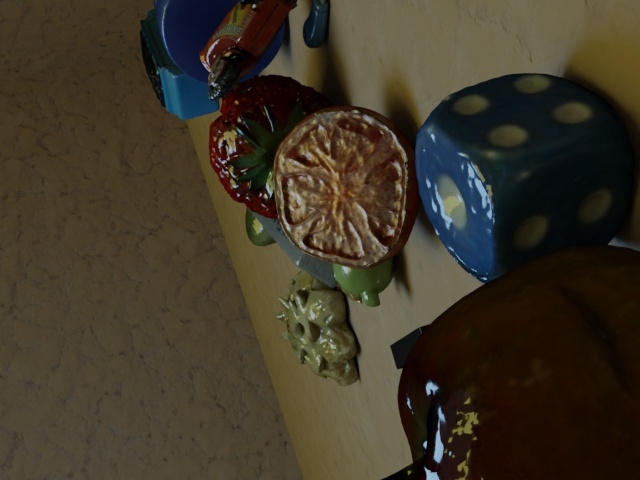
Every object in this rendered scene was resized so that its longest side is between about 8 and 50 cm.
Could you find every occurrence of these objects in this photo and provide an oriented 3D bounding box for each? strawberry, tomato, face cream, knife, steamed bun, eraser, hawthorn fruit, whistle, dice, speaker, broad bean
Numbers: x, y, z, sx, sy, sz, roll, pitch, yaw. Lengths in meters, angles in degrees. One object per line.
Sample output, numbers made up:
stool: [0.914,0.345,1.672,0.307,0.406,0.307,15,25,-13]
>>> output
strawberry: [-0.090,-0.176,1.481,0.250,0.239,0.288,-60,17,10]
tomato: [0.048,-0.077,1.182,0.095,0.237,0.236,-15,-90,-60]
face cream: [-0.214,-0.474,1.670,0.225,0.249,0.248,-113,14,-51]
knife: [0.001,-0.410,1.325,0.244,0.032,0.058,104,157,-57]
steamed bun: [-0.017,0.198,1.856,0.292,0.137,0.295,120,136,-68]
eraser: [-0.052,-0.049,1.630,0.111,0.077,0.352,-57,42,12]
hawthorn fruit: [0.175,0.155,0.612,0.268,0.301,0.267,159,90,-81]
whistle: [0.061,-0.021,1.321,0.131,0.106,0.288,-105,3,-63]
dice: [0.176,-0.055,0.717,0.146,0.146,0.143,-122,19,-50]
speaker: [0.155,0.167,1.293,0.191,0.040,0.046,119,137,-72]
broad bean: [-0.112,-0.109,1.996,0.189,0.121,0.263,-110,28,-43]

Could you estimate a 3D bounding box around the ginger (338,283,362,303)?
ginger: [0.000,0.000,1.676,0.147,0.081,0.333,-57,42,20]

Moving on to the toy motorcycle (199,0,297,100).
toy motorcycle: [-0.116,-0.368,1.384,0.089,0.298,0.171,33,180,-18]

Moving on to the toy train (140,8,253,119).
toy train: [-0.308,-0.456,2.042,0.188,0.265,0.300,91,158,-49]
